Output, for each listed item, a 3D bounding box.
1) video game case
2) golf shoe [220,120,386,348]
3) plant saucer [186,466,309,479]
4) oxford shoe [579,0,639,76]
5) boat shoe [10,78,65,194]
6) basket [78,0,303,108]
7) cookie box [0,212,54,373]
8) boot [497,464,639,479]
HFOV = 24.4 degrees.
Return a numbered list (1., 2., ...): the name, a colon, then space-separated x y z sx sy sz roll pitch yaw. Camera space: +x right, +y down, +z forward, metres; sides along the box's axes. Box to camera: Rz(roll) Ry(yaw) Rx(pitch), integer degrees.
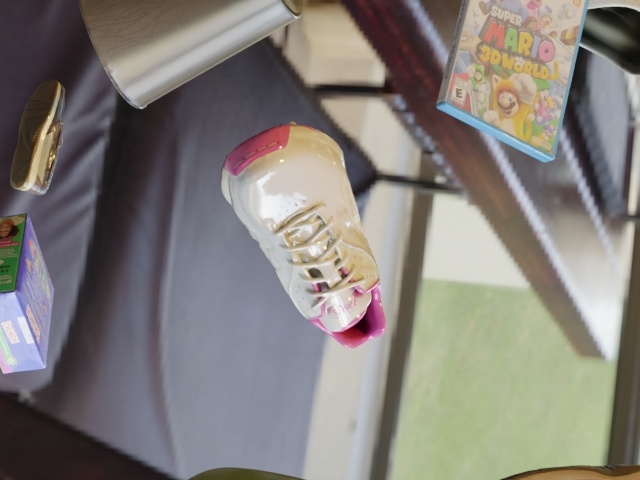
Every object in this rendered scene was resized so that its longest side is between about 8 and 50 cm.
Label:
1. video game case: 0.164 -0.164 1.243 0.119 0.015 0.166 24 71 -26
2. golf shoe: 0.000 0.000 1.366 0.140 0.115 0.306 63 4 28
3. plant saucer: -0.002 0.219 1.119 0.241 0.241 0.037 55 48 -61
4. oxford shoe: 0.171 -0.285 1.425 0.169 0.449 0.130 150 -37 -76
5. boat shoe: -0.358 -0.132 1.912 0.049 0.056 0.152 29 72 -47
6. basket: -0.148 -0.288 1.753 0.154 0.227 0.204 -47 118 -71
7. cookie box: -0.263 0.045 1.276 0.107 0.040 0.092 -97 177 -52
8. boot: 0.265 0.378 1.486 0.377 0.138 0.284 5 63 -42
